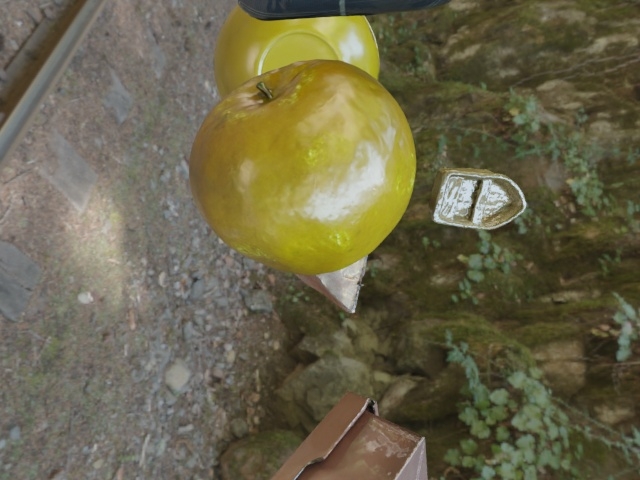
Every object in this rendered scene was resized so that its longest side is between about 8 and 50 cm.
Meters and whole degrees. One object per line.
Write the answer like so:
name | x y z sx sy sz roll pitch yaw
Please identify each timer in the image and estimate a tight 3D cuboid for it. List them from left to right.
timer | -0.051 -0.365 1.175 0.387 0.377 0.375 -95 170 -68

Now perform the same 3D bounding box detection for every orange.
orange | -0.020 -0.086 0.679 0.279 0.279 0.235 -77 146 -49

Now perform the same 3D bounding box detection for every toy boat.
toy boat | 0.312 -0.085 1.097 0.061 0.189 0.116 -112 -150 -67

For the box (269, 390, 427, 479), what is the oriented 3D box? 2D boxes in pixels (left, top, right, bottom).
box | 0.009 0.279 0.461 0.215 0.086 0.215 -39 132 -40

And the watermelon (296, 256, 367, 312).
watermelon | -0.034 -0.016 0.928 0.292 0.251 0.282 -72 165 -48

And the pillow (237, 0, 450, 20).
pillow | 0.047 -0.336 0.678 0.161 0.336 0.092 58 30 -88
